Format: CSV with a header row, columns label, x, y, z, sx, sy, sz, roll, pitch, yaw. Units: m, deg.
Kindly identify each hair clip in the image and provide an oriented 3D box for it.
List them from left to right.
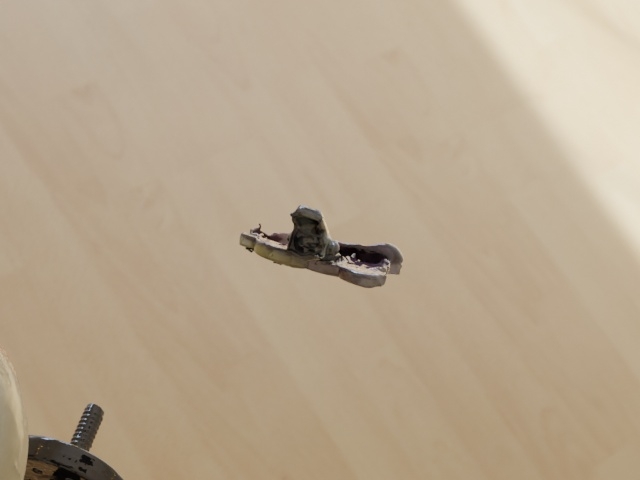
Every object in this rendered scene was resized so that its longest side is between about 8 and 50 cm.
label,x,y,z,sx,sy,sz,roll,pitch,yaw
hair clip,-0.002,0.008,1.358,0.146,0.187,0.056,13,85,9

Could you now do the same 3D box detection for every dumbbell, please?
label,x,y,z,sx,sy,sz,roll,pitch,yaw
dumbbell,-0.296,0.314,1.552,0.143,0.143,0.325,27,57,-9

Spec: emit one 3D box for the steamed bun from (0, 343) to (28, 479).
label,x,y,z,sx,sy,sz,roll,pitch,yaw
steamed bun,-0.267,0.084,0.863,0.232,0.232,0.145,38,57,-1
